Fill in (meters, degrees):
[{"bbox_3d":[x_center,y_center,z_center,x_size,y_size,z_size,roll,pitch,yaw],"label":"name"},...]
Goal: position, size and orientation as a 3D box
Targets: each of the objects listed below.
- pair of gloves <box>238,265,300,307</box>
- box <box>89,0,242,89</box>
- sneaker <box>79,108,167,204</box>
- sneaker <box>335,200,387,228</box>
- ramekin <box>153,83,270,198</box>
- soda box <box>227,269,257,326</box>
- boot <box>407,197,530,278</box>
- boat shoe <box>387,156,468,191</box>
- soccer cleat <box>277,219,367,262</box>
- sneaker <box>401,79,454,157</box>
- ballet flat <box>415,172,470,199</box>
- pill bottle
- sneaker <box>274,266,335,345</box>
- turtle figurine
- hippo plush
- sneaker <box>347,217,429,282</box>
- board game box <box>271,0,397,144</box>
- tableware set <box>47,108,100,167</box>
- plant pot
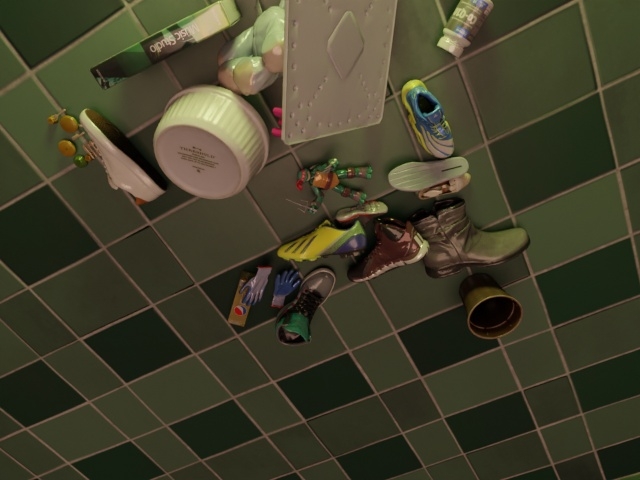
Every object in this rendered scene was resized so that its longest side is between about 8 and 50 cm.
[{"bbox_3d":[-0.162,0.151,1.399,0.198,0.023,0.159,9,117,-36],"label":"pair of gloves"},{"bbox_3d":[-0.343,-0.461,1.008,0.322,0.232,0.058,-23,120,11],"label":"box"},{"bbox_3d":[-0.569,-0.215,1.201,0.123,0.106,0.290,-31,115,11],"label":"sneaker"},{"bbox_3d":[0.128,-0.073,1.322,0.158,0.061,0.064,-10,129,14],"label":"sneaker"},{"bbox_3d":[-0.266,-0.217,1.038,0.273,0.127,0.272,9,138,8],"label":"ramekin"},{"bbox_3d":[-0.256,0.193,1.443,0.058,0.061,0.181,17,116,-10],"label":"soda box"},{"bbox_3d":[0.452,-0.030,1.317,0.339,0.118,0.222,-19,111,4],"label":"boot"},{"bbox_3d":[0.304,-0.185,1.249,0.227,0.076,0.083,-7,92,2],"label":"boat shoe"},{"bbox_3d":[0.001,0.000,1.326,0.289,0.093,0.121,-8,95,21],"label":"soccer cleat"},{"bbox_3d":[0.291,-0.307,1.158,0.091,0.126,0.240,-33,113,15],"label":"sneaker"},{"bbox_3d":[0.363,-0.153,1.280,0.168,0.052,0.057,-17,116,7],"label":"ballet flat"},{"bbox_3d":[0.352,-0.528,1.072,0.078,0.078,0.137,25,114,-13],"label":"pill bottle"},{"bbox_3d":[-0.054,0.231,1.400,0.124,0.178,0.295,31,112,-16],"label":"sneaker"},{"bbox_3d":[0.022,-0.168,1.232,0.234,0.118,0.175,2,133,-19],"label":"turtle figurine"},{"bbox_3d":[-0.097,-0.417,1.073,0.235,0.294,0.237,-18,145,30],"label":"hippo plush"},{"bbox_3d":[0.174,0.014,1.325,0.282,0.106,0.162,-25,108,28],"label":"sneaker"},{"bbox_3d":[0.040,-0.440,0.979,0.050,0.390,0.389,23,123,32],"label":"board game box"},{"bbox_3d":[-0.691,-0.281,1.214,0.104,0.024,0.154,-25,116,15],"label":"tableware set"},{"bbox_3d":[0.531,0.200,1.403,0.167,0.165,0.166,-1,117,-1],"label":"plant pot"}]
